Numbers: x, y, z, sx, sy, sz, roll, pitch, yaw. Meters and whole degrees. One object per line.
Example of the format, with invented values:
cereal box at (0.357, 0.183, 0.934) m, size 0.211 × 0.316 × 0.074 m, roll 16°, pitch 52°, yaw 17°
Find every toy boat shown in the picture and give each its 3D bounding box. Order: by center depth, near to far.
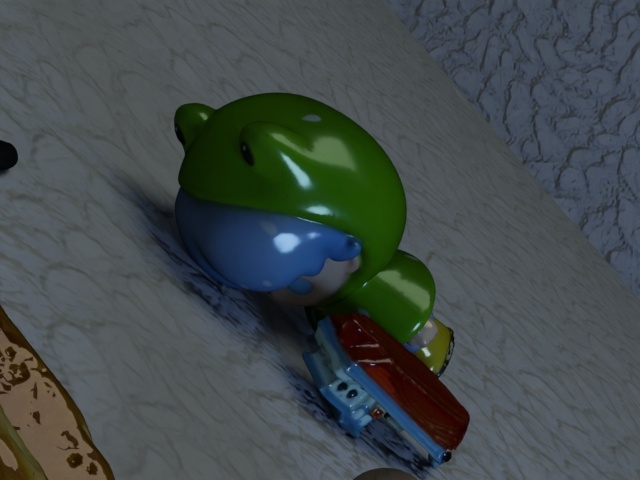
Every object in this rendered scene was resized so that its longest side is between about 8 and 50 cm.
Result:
toy boat at (0.047, 0.109, 1.161) m, size 0.173 × 0.059 × 0.069 m, roll 41°, pitch 13°, yaw -43°

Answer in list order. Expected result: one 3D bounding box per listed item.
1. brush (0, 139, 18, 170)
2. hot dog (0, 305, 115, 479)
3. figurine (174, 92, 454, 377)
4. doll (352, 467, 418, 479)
brush at (-0.210, -0.045, 0.944) m, size 0.063 × 0.016 × 0.193 m, roll 47°, pitch 14°, yaw 6°
hot dog at (-0.205, 0.009, 0.639) m, size 0.337 × 0.100 × 0.135 m, roll 49°, pitch 6°, yaw 11°
figurine at (0.000, 0.000, 1.187) m, size 0.263 × 0.143 × 0.162 m, roll 47°, pitch -12°, yaw -36°
doll at (0.028, 0.201, 0.759) m, size 0.154 × 0.119 × 0.278 m, roll 46°, pitch 24°, yaw 6°
